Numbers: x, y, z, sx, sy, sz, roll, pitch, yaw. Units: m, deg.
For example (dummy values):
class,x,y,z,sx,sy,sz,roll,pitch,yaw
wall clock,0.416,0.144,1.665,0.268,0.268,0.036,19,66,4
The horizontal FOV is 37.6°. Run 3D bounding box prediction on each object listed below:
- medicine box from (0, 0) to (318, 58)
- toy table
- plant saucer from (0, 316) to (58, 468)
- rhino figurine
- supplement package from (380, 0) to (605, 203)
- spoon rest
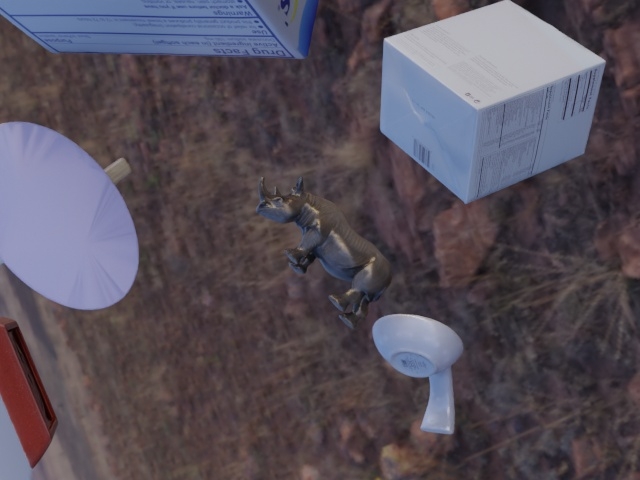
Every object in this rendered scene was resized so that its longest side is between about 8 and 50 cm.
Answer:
class,x,y,z,sx,sy,sz,roll,pitch,yaw
medicine box,-0.164,-0.267,0.722,0.289,0.264,0.149,39,-120,-64
toy table,-0.365,-0.037,1.301,0.274,0.252,0.161,67,166,-12
plant saucer,-0.511,0.241,1.604,0.259,0.048,0.258,167,81,-78
rhino figurine,0.000,0.000,1.316,0.243,0.106,0.073,46,167,5
supplement package,0.215,-0.185,1.219,0.194,0.203,0.149,48,150,40
spoon rest,0.162,0.193,1.450,0.276,0.137,0.084,69,-148,-45
